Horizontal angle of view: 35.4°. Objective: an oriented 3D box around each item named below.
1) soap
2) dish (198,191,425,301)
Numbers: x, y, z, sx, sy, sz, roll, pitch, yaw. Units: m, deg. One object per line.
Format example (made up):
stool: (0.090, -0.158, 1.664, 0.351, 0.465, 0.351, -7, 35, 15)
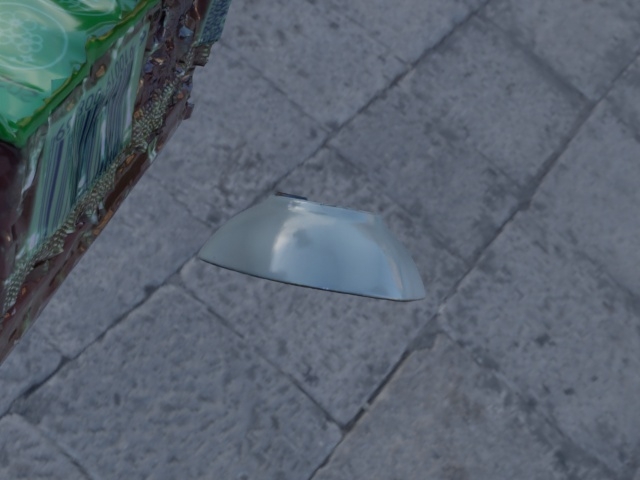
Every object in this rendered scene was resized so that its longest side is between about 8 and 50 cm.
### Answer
soap: (-0.125, -0.070, 0.467, 0.098, 0.217, 0.273, 27, 39, -3)
dish: (0.000, 0.000, 0.816, 0.191, 0.191, 0.066, 9, 93, -25)
